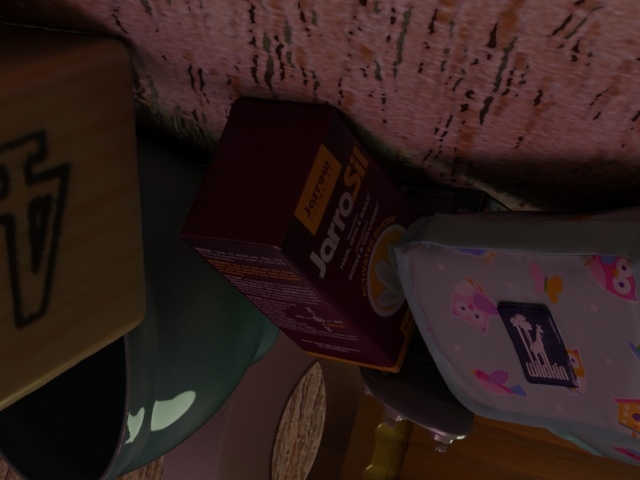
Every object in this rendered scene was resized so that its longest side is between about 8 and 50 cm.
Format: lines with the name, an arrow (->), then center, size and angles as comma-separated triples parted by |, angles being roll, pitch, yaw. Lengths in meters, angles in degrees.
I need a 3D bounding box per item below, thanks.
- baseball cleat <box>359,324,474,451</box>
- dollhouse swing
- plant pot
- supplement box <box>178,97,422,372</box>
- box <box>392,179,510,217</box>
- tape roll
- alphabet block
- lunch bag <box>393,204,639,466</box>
baseball cleat -> 0.065, 0.064, 1.056 | 0.072, 0.109, 0.206 | 18, -167, -28
dollhouse swing -> 0.197, 0.230, 1.399 | 0.305, 0.347, 0.315 | 14, 171, 12
plant pot -> -0.154, 0.039, 1.160 | 0.196, 0.293, 0.293 | -13, -168, -39
supplement box -> 0.000, 0.000, 0.961 | 0.081, 0.104, 0.188 | 8, 156, 33
box -> 0.055, -0.017, 1.109 | 0.207, 0.036, 0.114 | 10, 170, 33
tape roll -> -0.018, 0.205, 1.516 | 0.072, 0.392, 0.392 | 9, 170, 32
alphabet block -> -0.238, -0.017, 0.859 | 0.192, 0.193, 0.197 | 9, -157, 30
lunch bag -> 0.200, 0.058, 0.935 | 0.262, 0.160, 0.223 | 30, 164, -34
